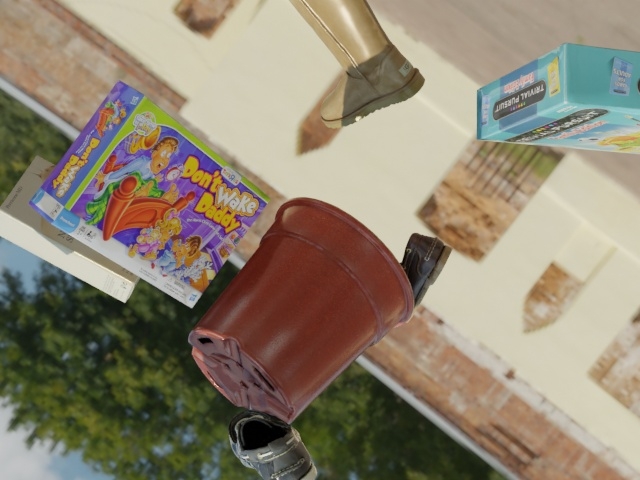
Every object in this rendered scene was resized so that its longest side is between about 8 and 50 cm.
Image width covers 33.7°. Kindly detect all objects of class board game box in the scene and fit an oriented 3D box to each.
[{"bbox_3d":[-0.261,-0.064,1.690,0.078,0.233,0.347,33,177,40],"label":"board game box"},{"bbox_3d":[0.415,-0.179,1.420,0.335,0.079,0.254,3,174,-16],"label":"board game box"}]

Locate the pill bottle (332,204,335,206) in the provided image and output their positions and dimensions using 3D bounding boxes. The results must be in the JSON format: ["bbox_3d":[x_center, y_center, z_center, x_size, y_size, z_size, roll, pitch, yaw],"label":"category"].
[{"bbox_3d":[0.000,0.000,2.338,0.162,0.162,0.278,35,-176,-13],"label":"pill bottle"}]

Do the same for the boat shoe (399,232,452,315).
[{"bbox_3d":[0.144,0.056,1.671,0.073,0.073,0.207,24,142,2],"label":"boat shoe"}]

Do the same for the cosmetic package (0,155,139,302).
[{"bbox_3d":[-0.496,-0.022,2.196,0.309,0.160,0.113,29,148,-7],"label":"cosmetic package"}]

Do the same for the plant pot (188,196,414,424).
[{"bbox_3d":[-0.042,0.122,1.615,0.272,0.265,0.272,31,150,21],"label":"plant pot"}]

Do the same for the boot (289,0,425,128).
[{"bbox_3d":[0.021,-0.332,1.764,0.269,0.236,0.089,49,-134,-23],"label":"boot"}]

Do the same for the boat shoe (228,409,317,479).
[{"bbox_3d":[-0.073,0.256,1.376,0.079,0.084,0.233,58,168,-16],"label":"boat shoe"}]
